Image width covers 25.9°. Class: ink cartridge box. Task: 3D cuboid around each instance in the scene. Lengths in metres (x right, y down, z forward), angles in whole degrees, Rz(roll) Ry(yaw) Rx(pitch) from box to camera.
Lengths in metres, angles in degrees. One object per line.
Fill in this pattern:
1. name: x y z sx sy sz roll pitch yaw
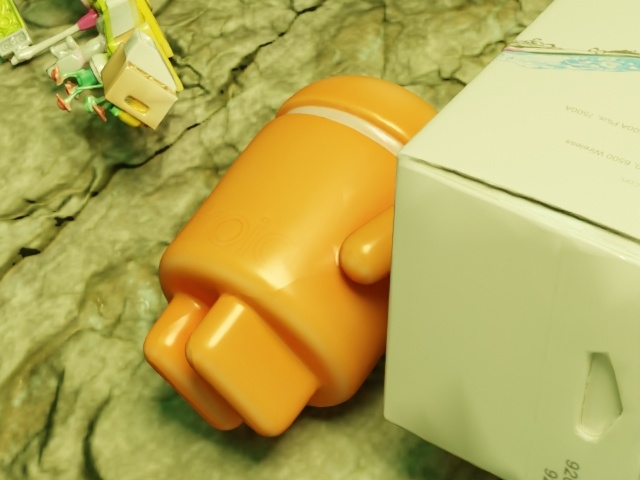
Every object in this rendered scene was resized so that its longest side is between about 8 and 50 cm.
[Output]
1. ink cartridge box: 0.159 -0.006 0.659 0.168 0.171 0.232 23 45 25

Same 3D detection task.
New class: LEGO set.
1. LEGO set: -0.170 -0.147 0.894 0.107 0.132 0.287 -27 60 1

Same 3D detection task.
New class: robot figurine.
1. robot figurine: 0.002 0.000 0.745 0.128 0.158 0.219 31 64 10
